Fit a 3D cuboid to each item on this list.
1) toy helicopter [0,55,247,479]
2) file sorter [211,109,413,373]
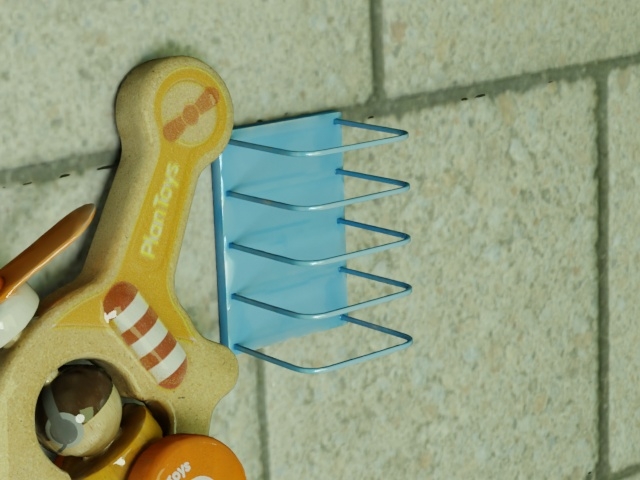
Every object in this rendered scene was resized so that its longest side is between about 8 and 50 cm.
[{"bbox_3d":[-0.149,0.035,1.112,0.235,0.140,0.355,24,73,-32],"label":"toy helicopter"},{"bbox_3d":[0.000,0.000,1.221,0.118,0.104,0.170,-13,107,-39],"label":"file sorter"}]
